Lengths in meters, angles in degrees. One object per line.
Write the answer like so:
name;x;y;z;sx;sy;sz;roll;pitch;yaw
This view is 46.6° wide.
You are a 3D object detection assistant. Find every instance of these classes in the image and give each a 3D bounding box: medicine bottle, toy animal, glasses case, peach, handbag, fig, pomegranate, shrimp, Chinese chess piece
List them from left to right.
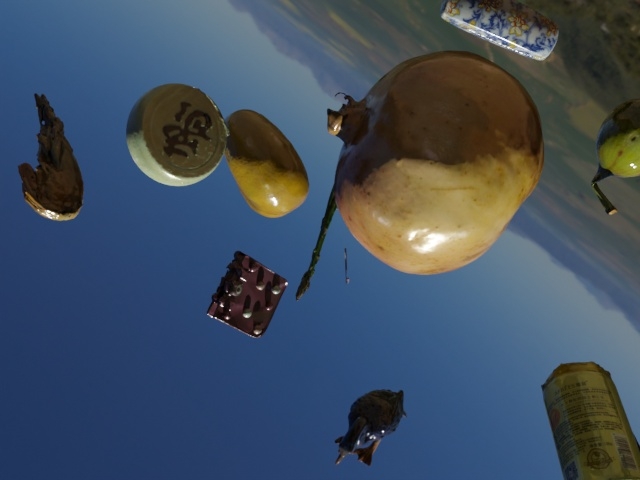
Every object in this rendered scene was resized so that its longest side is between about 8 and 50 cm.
shrimp;-0.462;-0.158;1.256;0.117;0.066;0.262;18;-133;-64
Chinese chess piece;-0.201;-0.149;1.048;0.144;0.144;0.058;32;160;-33
handbag;-0.208;0.159;2.135;0.074;0.203;0.216;17;167;43
peach;-0.122;-0.162;1.562;0.251;0.153;0.251;50;174;7
toy animal;0.125;0.450;1.821;0.122;0.185;0.298;33;-142;27
pomegranate;0.156;-0.125;1.114;0.338;0.338;0.338;38;-169;-8
glasses case;0.359;-0.439;1.484;0.248;0.087;0.065;20;-174;-12
medicine bottle;0.412;0.295;1.124;0.124;0.124;0.239;35;-148;-23
fig;0.571;-0.171;1.376;0.148;0.186;0.142;47;-145;1

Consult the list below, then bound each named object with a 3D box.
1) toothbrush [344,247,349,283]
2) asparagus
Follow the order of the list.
toothbrush;0.065;0.063;1.836;0.008;0.097;0.006;-10;-155;-14
asparagus;0.000;0.000;1.339;0.023;0.233;0.022;16;-174;-43
